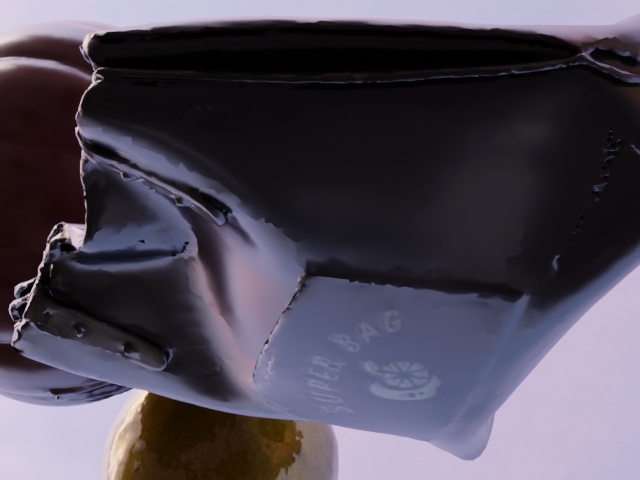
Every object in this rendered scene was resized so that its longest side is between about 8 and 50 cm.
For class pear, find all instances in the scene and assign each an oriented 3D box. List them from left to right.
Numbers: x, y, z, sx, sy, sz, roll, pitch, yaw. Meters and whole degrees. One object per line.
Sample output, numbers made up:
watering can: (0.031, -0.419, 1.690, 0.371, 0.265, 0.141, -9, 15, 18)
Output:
pear: (-0.089, 0.204, 1.355, 0.208, 0.209, 0.209, -2, -95, 25)

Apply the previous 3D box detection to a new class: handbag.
handbag: (0.000, 0.000, 0.809, 0.288, 0.342, 0.152, 6, -122, -14)

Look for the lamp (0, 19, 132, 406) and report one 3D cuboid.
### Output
lamp: (-0.196, -0.021, 1.256, 0.257, 0.303, 0.303, 8, -91, 11)
